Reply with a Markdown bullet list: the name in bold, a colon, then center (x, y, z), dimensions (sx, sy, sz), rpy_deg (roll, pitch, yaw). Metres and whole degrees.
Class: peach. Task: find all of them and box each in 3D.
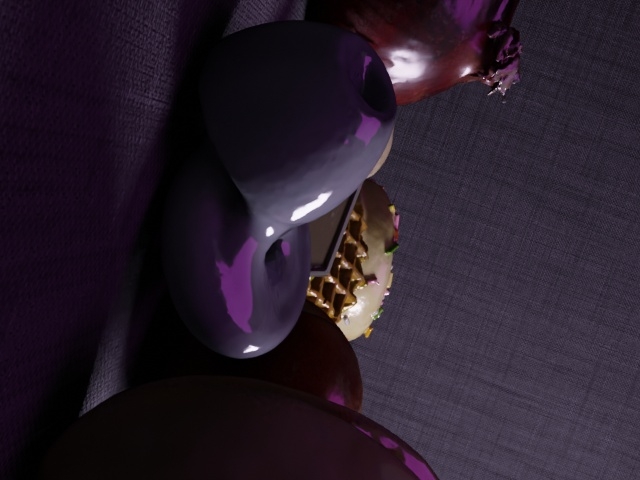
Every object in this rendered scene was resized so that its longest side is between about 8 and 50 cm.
- **peach**: center (-0.072, 0.170, 1.165), dimensions (0.252, 0.252, 0.252), rpy_deg (20, 90, -85)

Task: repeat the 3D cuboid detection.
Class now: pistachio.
- **pistachio**: center (-0.062, 0.293, 0.929), dimensions (0.365, 0.445, 0.281), rpy_deg (-39, -155, 13)

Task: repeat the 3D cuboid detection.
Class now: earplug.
- **earplug**: center (-0.043, -0.045, 0.969), dimensions (0.214, 0.175, 0.325), rpy_deg (-36, 146, -59)

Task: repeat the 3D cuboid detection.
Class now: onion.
- **onion**: center (0.156, -0.300, 1.365), dimensions (0.347, 0.285, 0.347), rpy_deg (-44, 168, -11)

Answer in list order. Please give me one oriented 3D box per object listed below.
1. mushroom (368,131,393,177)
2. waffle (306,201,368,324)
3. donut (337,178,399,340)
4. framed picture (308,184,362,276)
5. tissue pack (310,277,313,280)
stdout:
- **mushroom**: center (0.051, -0.181, 1.796), dimensions (0.166, 0.127, 0.166), rpy_deg (-37, 137, -47)
- **waffle**: center (0.003, 0.008, 1.726), dimensions (0.281, 0.058, 0.301), rpy_deg (-61, 142, -41)
- **donut**: center (0.048, 0.050, 2.129), dimensions (0.307, 0.150, 0.371), rpy_deg (-102, -153, -59)
- **framed picture**: center (-0.040, -0.041, 1.210), dimensions (0.260, 0.023, 0.189), rpy_deg (-1, 114, -53)
- **tissue pack**: center (-0.038, -0.029, 1.385), dimensions (0.178, 0.123, 0.127), rpy_deg (74, 37, -74)
